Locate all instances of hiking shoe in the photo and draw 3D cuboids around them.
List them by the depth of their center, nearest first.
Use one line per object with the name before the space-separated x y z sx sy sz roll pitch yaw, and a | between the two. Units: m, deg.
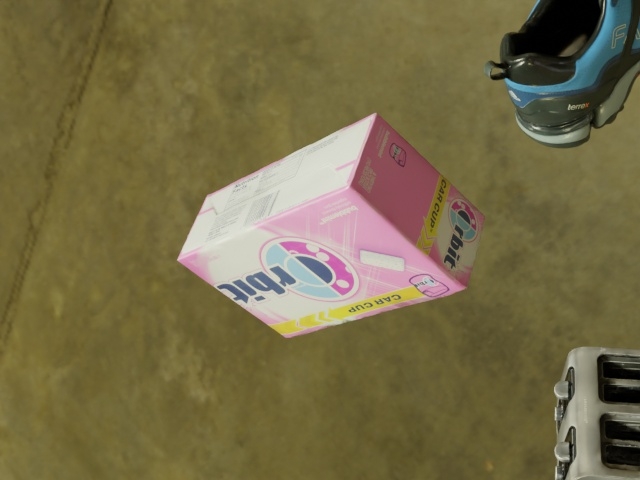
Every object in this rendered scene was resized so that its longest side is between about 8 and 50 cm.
hiking shoe | 0.280 -0.222 0.875 0.304 0.132 0.113 -51 51 -3

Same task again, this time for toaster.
toaster | 0.340 0.212 1.040 0.185 0.168 0.110 3 139 11

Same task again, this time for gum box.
gum box | 0.000 0.000 0.658 0.107 0.062 0.188 40 142 -26
